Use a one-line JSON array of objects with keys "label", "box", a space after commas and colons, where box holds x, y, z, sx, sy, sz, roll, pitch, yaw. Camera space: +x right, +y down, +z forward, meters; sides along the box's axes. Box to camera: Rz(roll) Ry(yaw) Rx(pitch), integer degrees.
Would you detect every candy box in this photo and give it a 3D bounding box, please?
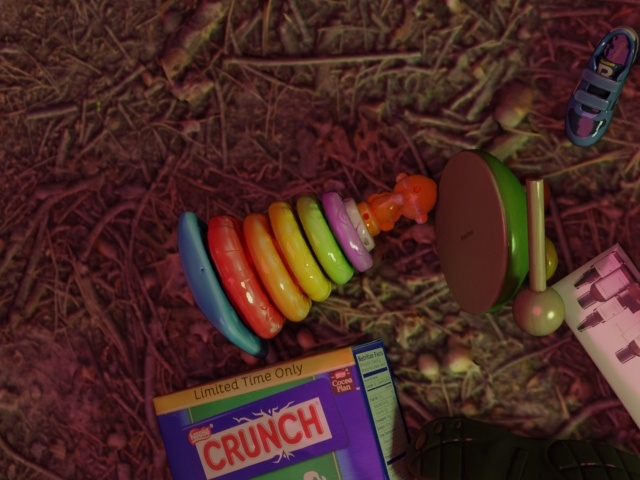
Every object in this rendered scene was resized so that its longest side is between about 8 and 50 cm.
[{"label": "candy box", "box": [-0.024, 0.301, 1.188, 0.268, 0.122, 0.317, -17, 82, 19]}]

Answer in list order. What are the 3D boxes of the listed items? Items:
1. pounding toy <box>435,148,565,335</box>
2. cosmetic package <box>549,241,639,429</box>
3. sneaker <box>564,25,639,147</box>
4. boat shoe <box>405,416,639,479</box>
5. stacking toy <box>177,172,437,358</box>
[{"label": "pounding toy", "box": [0.220, -0.007, 1.089, 0.110, 0.237, 0.182, -5, 104, -16]}, {"label": "cosmetic package", "box": [0.353, 0.127, 1.087, 0.099, 0.060, 0.239, -37, 78, 17]}, {"label": "sneaker", "box": [0.310, -0.173, 1.107, 0.053, 0.059, 0.144, 24, 98, 16]}, {"label": "boat shoe", "box": [0.253, 0.290, 1.098, 0.324, 0.122, 0.119, 15, 138, 25]}, {"label": "stacking toy", "box": [0.000, 0.000, 1.183, 0.302, 0.166, 0.175, -26, 69, 6]}]
